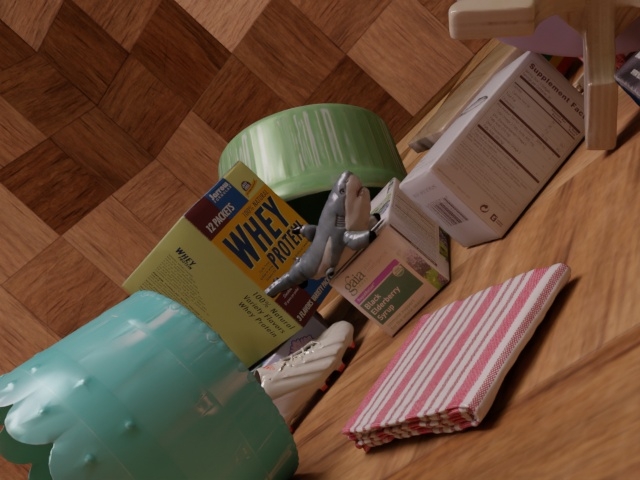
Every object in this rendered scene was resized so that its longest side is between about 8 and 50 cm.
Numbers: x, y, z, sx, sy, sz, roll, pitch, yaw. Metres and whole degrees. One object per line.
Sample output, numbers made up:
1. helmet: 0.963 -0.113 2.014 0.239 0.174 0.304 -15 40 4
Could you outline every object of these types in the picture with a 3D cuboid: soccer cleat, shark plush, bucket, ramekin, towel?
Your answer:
1. soccer cleat: -0.033 0.160 0.987 0.196 0.076 0.068 -49 5 -22
2. shark plush: 0.000 0.000 0.901 0.161 0.067 0.073 -44 8 31
3. bucket: -0.167 0.195 0.792 0.183 0.281 0.281 -40 1 -29
4. ramekin: -0.010 -0.075 1.269 0.303 0.148 0.303 -11 -22 -5
5. towel: 0.101 0.094 0.644 0.144 0.029 0.197 -50 8 -29

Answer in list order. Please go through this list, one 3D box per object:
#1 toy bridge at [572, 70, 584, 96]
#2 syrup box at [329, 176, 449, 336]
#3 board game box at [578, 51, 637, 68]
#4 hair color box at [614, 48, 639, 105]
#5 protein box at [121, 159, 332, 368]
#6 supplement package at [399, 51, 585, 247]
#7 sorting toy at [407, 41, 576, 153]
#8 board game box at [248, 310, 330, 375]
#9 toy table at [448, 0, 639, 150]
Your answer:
1. toy bridge: 0.288 -0.166 1.062 0.063 0.026 0.188 -50 5 -10
2. syrup box: 0.087 0.012 0.996 0.093 0.096 0.237 -48 7 18
3. board game box: 0.433 -0.318 1.003 0.281 0.027 0.145 -47 7 11
4. hair color box: 0.304 -0.154 0.361 0.347 0.105 0.174 -45 6 19
5. protein box: -0.114 0.045 1.106 0.201 0.200 0.136 -41 8 46
6. supplement package: 0.189 -0.095 0.898 0.179 0.105 0.105 -49 4 -14
7. sorting toy: 0.270 -0.219 1.272 0.255 0.089 0.257 -48 4 -1
8. board game box: -0.110 0.223 1.209 0.318 0.066 0.318 -47 5 -3
9. toy table: 0.253 -0.227 0.747 0.274 0.252 0.161 -11 31 20
